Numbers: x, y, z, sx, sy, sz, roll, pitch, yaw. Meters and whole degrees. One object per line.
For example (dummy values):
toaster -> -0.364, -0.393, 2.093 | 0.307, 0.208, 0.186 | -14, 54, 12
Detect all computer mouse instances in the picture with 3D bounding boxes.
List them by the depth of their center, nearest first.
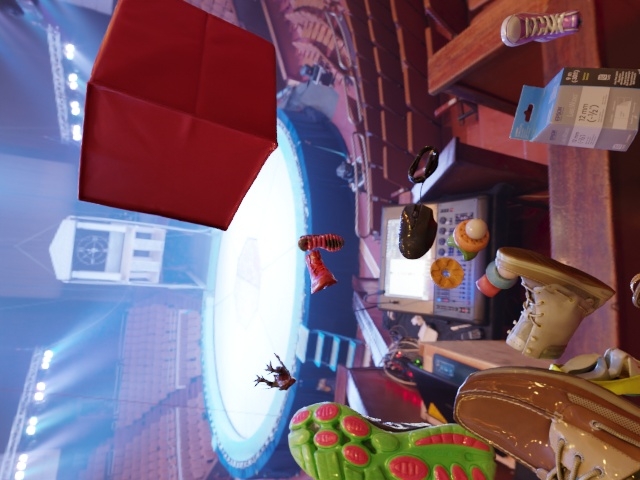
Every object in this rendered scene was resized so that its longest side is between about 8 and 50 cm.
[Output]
computer mouse -> 0.192, -0.079, 0.779 | 0.071, 0.041, 0.241 | 3, 72, 24

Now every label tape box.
label tape box -> 0.846, -0.446, 1.346 | 0.248, 0.348, 0.115 | -67, -25, -18

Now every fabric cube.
fabric cube -> -0.233, -0.207, 0.685 | 0.254, 0.260, 0.257 | -47, 40, 45

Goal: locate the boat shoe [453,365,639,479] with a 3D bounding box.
boat shoe -> 0.308, 0.238, 0.440 | 0.325, 0.120, 0.122 | 9, 114, 33

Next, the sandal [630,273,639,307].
sandal -> 0.914, 0.121, 1.149 | 0.180, 0.072, 0.049 | -51, 18, -27

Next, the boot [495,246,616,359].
boot -> 0.354, 0.110, 0.671 | 0.077, 0.214, 0.164 | -104, 36, -65

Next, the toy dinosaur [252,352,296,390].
toy dinosaur -> -0.053, 0.191, 0.541 | 0.090, 0.082, 0.047 | 25, 80, 48

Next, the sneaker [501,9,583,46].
sneaker -> 0.743, -0.715, 1.334 | 0.161, 0.283, 0.102 | 27, 131, 60

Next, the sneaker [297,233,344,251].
sneaker -> 0.000, 0.000, 1.022 | 0.057, 0.120, 0.047 | -116, 28, -72

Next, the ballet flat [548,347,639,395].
ballet flat -> 0.485, 0.225, 0.688 | 0.077, 0.231, 0.077 | -136, 42, -72

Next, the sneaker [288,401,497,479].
sneaker -> 0.153, 0.512, 0.963 | 0.202, 0.484, 0.185 | 73, -154, -54

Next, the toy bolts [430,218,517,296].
toy bolts -> 0.455, 0.066, 1.174 | 0.229, 0.218, 0.158 | 40, 163, 16

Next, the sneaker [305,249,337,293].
sneaker -> -0.015, 0.094, 1.283 | 0.221, 0.087, 0.127 | 129, 118, -78
